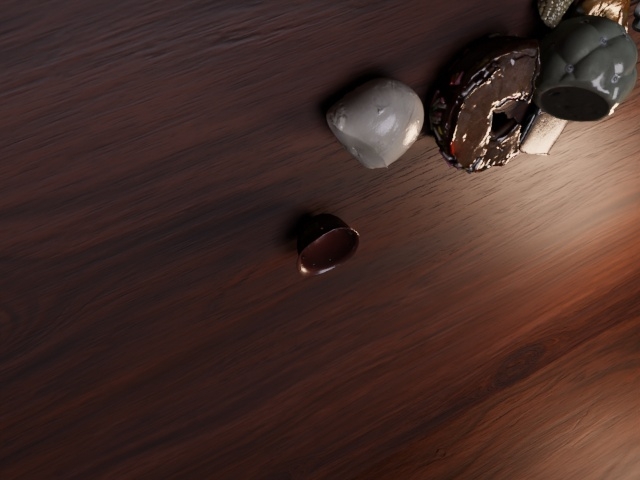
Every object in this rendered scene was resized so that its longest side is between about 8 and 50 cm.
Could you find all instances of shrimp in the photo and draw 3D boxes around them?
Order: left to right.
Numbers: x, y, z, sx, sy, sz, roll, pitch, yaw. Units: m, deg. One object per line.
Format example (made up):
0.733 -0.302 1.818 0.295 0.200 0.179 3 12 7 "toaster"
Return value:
0.695 -0.537 1.478 0.152 0.063 0.287 -34 153 20 "shrimp"

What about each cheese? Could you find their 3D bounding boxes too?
0.130 -0.259 1.288 0.189 0.154 0.198 -46 139 3 "cheese"

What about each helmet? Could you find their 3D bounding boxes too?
0.000 0.000 1.476 0.155 0.106 0.175 18 120 -45 "helmet"

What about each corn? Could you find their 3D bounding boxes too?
0.552 -0.590 1.332 0.087 0.087 0.211 -1 135 -35 "corn"

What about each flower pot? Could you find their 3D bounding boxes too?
0.622 -0.407 1.412 0.246 0.246 0.195 32 74 -48 "flower pot"

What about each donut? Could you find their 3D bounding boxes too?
0.380 -0.310 1.432 0.259 0.136 0.345 -24 137 -11 "donut"

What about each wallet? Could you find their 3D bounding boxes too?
0.652 -0.380 1.623 0.172 0.045 0.318 -1 127 -36 "wallet"

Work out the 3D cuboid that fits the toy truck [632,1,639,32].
0.837 -0.615 1.380 0.135 0.114 0.271 -19 134 -31 "toy truck"
